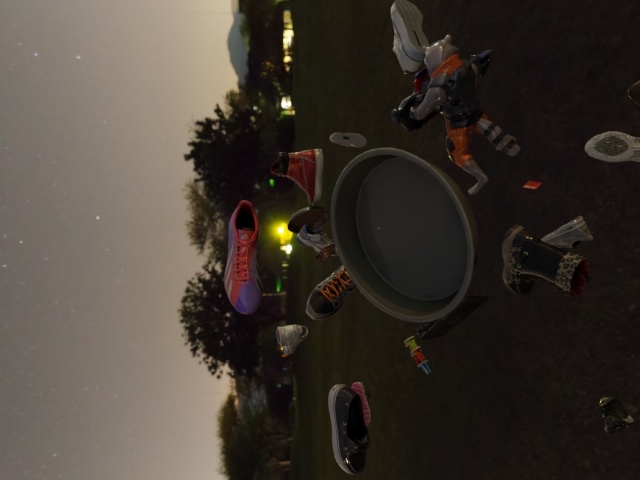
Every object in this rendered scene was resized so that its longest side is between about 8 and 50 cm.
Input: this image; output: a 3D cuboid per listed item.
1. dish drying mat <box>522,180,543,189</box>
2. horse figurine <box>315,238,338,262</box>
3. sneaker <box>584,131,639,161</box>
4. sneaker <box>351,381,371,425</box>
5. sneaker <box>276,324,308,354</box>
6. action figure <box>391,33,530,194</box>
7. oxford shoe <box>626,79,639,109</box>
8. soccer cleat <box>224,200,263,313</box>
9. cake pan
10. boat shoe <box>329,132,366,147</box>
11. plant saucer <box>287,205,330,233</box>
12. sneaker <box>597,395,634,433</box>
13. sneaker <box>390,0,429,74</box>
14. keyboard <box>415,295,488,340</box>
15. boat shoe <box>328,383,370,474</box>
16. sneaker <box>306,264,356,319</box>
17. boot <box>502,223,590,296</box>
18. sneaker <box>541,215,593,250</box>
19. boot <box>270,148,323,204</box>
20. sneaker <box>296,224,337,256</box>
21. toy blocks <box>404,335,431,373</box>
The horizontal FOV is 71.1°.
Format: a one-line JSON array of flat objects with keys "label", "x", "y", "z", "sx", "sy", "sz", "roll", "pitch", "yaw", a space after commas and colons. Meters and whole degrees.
[{"label": "dish drying mat", "x": 0.720, "y": -0.187, "z": 1.518, "sx": 0.032, "sy": 0.008, "sz": 0.083, "roll": -45, "pitch": 11, "yaw": 4}, {"label": "horse figurine", "x": 0.128, "y": 0.024, "z": 0.973, "sx": 0.174, "sy": 0.263, "sz": 0.066, "roll": -55, "pitch": -26, "yaw": -63}, {"label": "sneaker", "x": 0.903, "y": -0.259, "z": 1.302, "sx": 0.115, "sy": 0.232, "sz": 0.090, "roll": 15, "pitch": -94, "yaw": -57}, {"label": "sneaker", "x": 0.167, "y": 0.626, "z": 1.735, "sx": 0.075, "sy": 0.063, "sz": 0.170, "roll": -6, "pitch": -98, "yaw": -64}, {"label": "sneaker", "x": -0.128, "y": 0.495, "z": 2.236, "sx": 0.305, "sy": 0.152, "sz": 0.114, "roll": 82, "pitch": 174, "yaw": -67}, {"label": "action figure", "x": 0.356, "y": -0.328, "z": 1.037, "sx": 0.330, "sy": 0.341, "sz": 0.178, "roll": 51, "pitch": 163, "yaw": -19}, {"label": "oxford shoe", "x": 0.648, "y": -0.305, "z": 0.787, "sx": 0.096, "sy": 0.227, "sz": 0.083, "roll": 58, "pitch": 174, "yaw": 33}, {"label": "soccer cleat", "x": -0.164, "y": 0.032, "z": 0.960, "sx": 0.095, "sy": 0.083, "sz": 0.248, "roll": 106, "pitch": 162, "yaw": -59}, {"label": "cake pan", "x": 0.134, "y": -0.010, "z": 0.741, "sx": 0.293, "sy": 0.054, "sz": 0.293, "roll": 27, "pitch": 127, "yaw": 42}, {"label": "boat shoe", "x": 0.072, "y": -0.264, "z": 1.179, "sx": 0.035, "sy": 0.100, "sz": 0.035, "roll": -167, "pitch": 78, "yaw": -69}, {"label": "plant saucer", "x": -0.046, "y": -0.080, "z": 1.654, "sx": 0.168, "sy": 0.168, "sz": 0.029, "roll": 102, "pitch": 151, "yaw": -62}, {"label": "sneaker", "x": 0.948, "y": 0.563, "z": 1.460, "sx": 0.078, "sy": 0.234, "sz": 0.106, "roll": -42, "pitch": 52, "yaw": 24}, {"label": "sneaker", "x": 0.231, "y": -0.566, "z": 1.236, "sx": 0.091, "sy": 0.094, "sz": 0.258, "roll": 123, "pitch": 151, "yaw": -53}, {"label": "keyboard", "x": 0.488, "y": 0.304, "z": 1.739, "sx": 0.317, "sy": 0.201, "sz": 0.033, "roll": -59, "pitch": 44, "yaw": 43}, {"label": "boat shoe", "x": 0.077, "y": 0.436, "z": 1.012, "sx": 0.076, "sy": 0.080, "sz": 0.228, "roll": 4, "pitch": 105, "yaw": 49}, {"label": "sneaker", "x": 0.046, "y": 0.111, "z": 1.118, "sx": 0.084, "sy": 0.215, "sz": 0.083, "roll": 42, "pitch": 159, "yaw": 13}, {"label": "boot", "x": 0.852, "y": 0.128, "z": 1.704, "sx": 0.284, "sy": 0.138, "sz": 0.377, "roll": 34, "pitch": 156, "yaw": 47}, {"label": "sneaker", "x": 1.026, "y": 0.004, "z": 1.890, "sx": 0.115, "sy": 0.105, "sz": 0.281, "roll": 59, "pitch": 169, "yaw": 14}, {"label": "boot", "x": -0.082, "y": -0.215, "z": 1.562, "sx": 0.244, "sy": 0.176, "sz": 0.088, "roll": 90, "pitch": 173, "yaw": -52}, {"label": "sneaker", "x": 0.000, "y": 0.000, "z": 1.243, "sx": 0.052, "sy": 0.135, "sz": 0.058, "roll": -50, "pitch": -17, "yaw": -68}, {"label": "toy blocks", "x": 0.414, "y": 0.486, "z": 1.881, "sx": 0.148, "sy": 0.054, "sz": 0.123, "roll": 59, "pitch": 178, "yaw": 28}]
